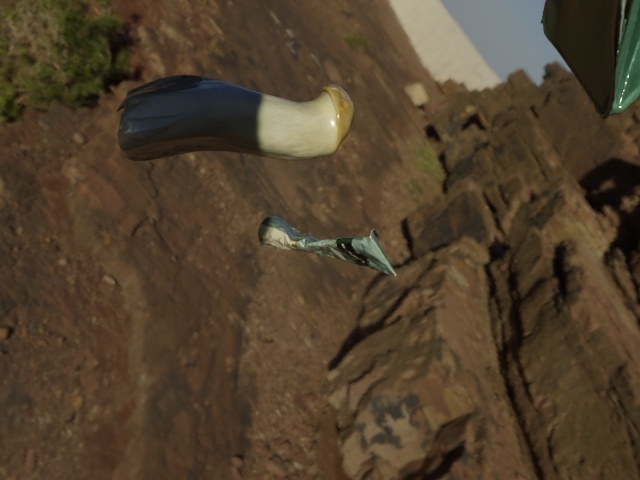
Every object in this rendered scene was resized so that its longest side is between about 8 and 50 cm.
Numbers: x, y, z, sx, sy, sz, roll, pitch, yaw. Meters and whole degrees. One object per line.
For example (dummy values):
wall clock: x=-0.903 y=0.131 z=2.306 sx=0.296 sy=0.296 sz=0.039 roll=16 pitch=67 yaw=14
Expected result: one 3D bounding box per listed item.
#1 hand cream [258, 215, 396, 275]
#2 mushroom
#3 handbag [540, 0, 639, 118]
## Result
hand cream: x=0.000 y=-0.001 z=1.161 sx=0.075 sy=0.248 sz=0.052 roll=29 pitch=75 yaw=-45
mushroom: x=-0.109 y=-0.152 z=1.074 sx=0.329 sy=0.122 sz=0.159 roll=-2 pitch=34 yaw=-20
handbag: x=0.316 y=-0.286 z=0.867 sx=0.326 sy=0.089 sz=0.238 roll=-85 pitch=172 yaw=-57
